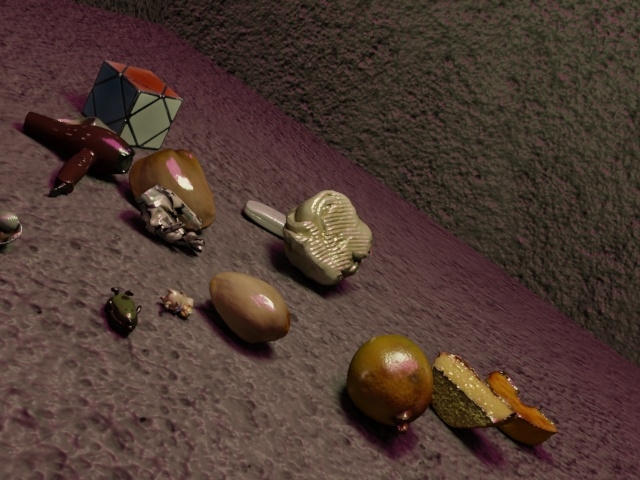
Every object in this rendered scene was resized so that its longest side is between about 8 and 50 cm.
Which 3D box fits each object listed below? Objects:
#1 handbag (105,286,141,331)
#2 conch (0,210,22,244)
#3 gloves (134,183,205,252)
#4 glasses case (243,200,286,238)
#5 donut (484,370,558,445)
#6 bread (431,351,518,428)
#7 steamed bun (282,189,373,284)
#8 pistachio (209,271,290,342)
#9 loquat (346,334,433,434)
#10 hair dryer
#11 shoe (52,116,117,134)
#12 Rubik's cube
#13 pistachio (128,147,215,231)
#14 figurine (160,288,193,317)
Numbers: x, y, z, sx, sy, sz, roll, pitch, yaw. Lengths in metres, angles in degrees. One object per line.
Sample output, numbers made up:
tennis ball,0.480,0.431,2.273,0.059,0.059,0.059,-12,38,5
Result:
handbag,-0.402,0.147,1.351,0.072,0.047,0.111,16,23,-36
conch,-0.657,-0.021,1.355,0.085,0.056,0.076,-30,79,-35
gloves,-0.393,-0.046,1.750,0.212,0.111,0.127,59,11,-12
glasses case,-0.148,-0.061,2.198,0.233,0.059,0.092,31,18,-8
donut,0.540,0.479,1.904,0.152,0.101,0.259,15,27,-38
bread,0.378,0.425,1.747,0.129,0.134,0.260,-8,38,-46
steamed bun,0.000,0.000,2.055,0.280,0.207,0.268,47,56,-15
pistachio,-0.165,0.157,1.555,0.215,0.144,0.144,40,21,12
loquat,0.170,0.342,1.543,0.213,0.213,0.246,22,33,-26
hair dryer,-0.686,-0.217,1.749,0.312,0.123,0.340,19,32,-5
shoe,-0.681,-0.325,1.965,0.251,0.100,0.103,13,27,-37
Rubik's cube,-0.620,-0.443,2.179,0.205,0.205,0.207,41,23,23
pistachio,-0.413,-0.135,1.860,0.212,0.163,0.260,-27,76,-23
figurine,-0.321,0.148,1.488,0.083,0.047,0.051,26,35,-39
